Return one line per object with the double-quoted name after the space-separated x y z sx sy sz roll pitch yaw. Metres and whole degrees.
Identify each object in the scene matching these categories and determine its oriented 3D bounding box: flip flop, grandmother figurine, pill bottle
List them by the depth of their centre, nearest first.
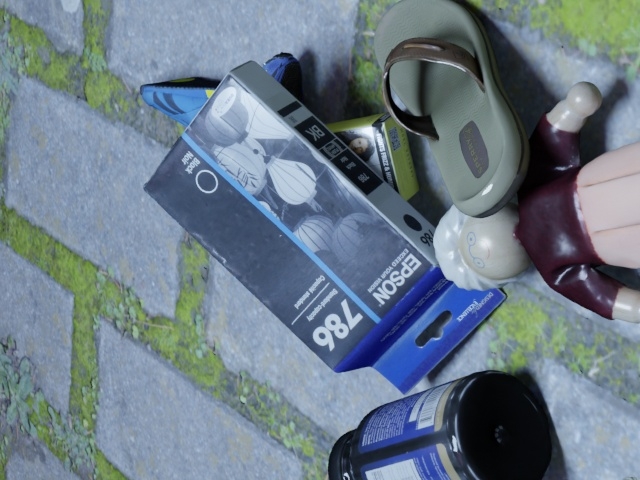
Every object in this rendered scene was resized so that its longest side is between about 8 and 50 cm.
0.226 -0.025 1.079 0.342 0.104 0.207 -17 79 48 "grandmother figurine"
0.099 -0.129 1.160 0.112 0.080 0.277 -55 34 33 "flip flop"
0.106 0.206 1.270 0.219 0.123 0.122 -28 80 51 "pill bottle"

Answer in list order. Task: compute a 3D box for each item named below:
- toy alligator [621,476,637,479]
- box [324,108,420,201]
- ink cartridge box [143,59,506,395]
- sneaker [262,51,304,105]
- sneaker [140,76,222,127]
0.319 0.193 1.072 0.051 0.056 0.190 36 141 -15 "toy alligator"
-0.023 -0.066 1.316 0.232 0.058 0.087 -7 104 26 "box"
0.000 0.000 1.261 0.333 0.065 0.165 42 119 3 "ink cartridge box"
-0.027 -0.089 1.388 0.087 0.083 0.221 11 115 34 "sneaker"
-0.136 -0.141 1.496 0.209 0.069 0.082 13 115 47 "sneaker"
